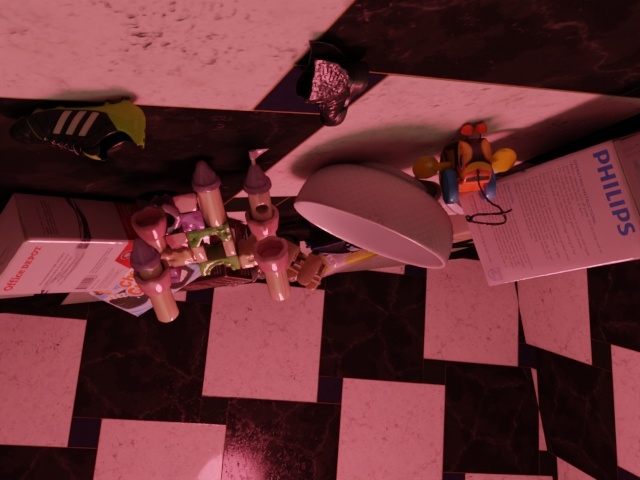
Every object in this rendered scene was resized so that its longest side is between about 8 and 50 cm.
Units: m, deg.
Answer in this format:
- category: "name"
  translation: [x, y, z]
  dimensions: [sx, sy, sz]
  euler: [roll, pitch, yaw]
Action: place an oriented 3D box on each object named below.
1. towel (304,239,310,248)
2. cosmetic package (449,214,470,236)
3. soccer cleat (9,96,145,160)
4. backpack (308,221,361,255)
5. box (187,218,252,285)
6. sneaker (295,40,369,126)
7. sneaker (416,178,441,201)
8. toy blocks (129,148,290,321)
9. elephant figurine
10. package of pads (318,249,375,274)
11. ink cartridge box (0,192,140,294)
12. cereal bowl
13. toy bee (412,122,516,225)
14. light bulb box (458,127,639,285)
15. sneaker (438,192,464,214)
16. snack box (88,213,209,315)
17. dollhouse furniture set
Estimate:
- category: "towel"
  translation: [0.000, 0.000, 2.139]
  dimensions: [0.067, 0.029, 0.119]
  euler: [-7, 171, -38]
- category: "cosmetic package"
  translation: [0.410, -0.053, 1.917]
  dimensions: [0.160, 0.113, 0.309]
  euler: [0, 169, -44]
- category: "soccer cleat"
  translation: [-0.319, -0.139, 0.789]
  dimensions: [0.178, 0.072, 0.060]
  euler: [-8, 171, 0]
- category: "backpack"
  translation: [0.067, -0.018, 1.796]
  dimensions: [0.158, 0.117, 0.173]
  euler: [-15, 169, 35]
- category: "box"
  translation: [-0.317, 0.040, 1.637]
  dimensions: [0.203, 0.168, 0.167]
  euler: [-10, 171, 17]
- category: "sneaker"
  translation: [0.004, -0.200, 0.792]
  dimensions: [0.089, 0.051, 0.170]
  euler: [-5, 166, -21]
- category: "sneaker"
  translation: [0.180, -0.106, 1.442]
  dimensions: [0.222, 0.083, 0.118]
  euler: [-9, 172, 10]
- category: "toy blocks"
  translation: [-0.221, -0.052, 1.158]
  dimensions: [0.288, 0.309, 0.260]
  euler: [-11, 130, -3]
- category: "elephant figurine"
  translation: [-0.192, 0.075, 2.050]
  dimensions: [0.239, 0.169, 0.186]
  euler: [-16, 156, 9]
- category: "package of pads"
  translation: [0.102, 0.039, 2.145]
  dimensions: [0.229, 0.101, 0.296]
  euler: [-19, 173, -14]
- category: "ink cartridge box"
  translation: [-0.525, 0.013, 1.244]
  dimensions: [0.197, 0.114, 0.273]
  euler: [-42, 155, 30]
- category: "cereal bowl"
  translation: [0.124, -0.068, 1.255]
  dimensions: [0.339, 0.141, 0.339]
  euler: [22, 173, 3]
- category: "toy bee"
  translation: [0.299, -0.149, 1.164]
  dimensions: [0.195, 0.162, 0.298]
  euler: [-11, -161, -22]
- category: "light bulb box"
  translation: [0.563, -0.081, 1.276]
  dimensions: [0.358, 0.225, 0.361]
  euler: [-20, 180, -39]
- category: "sneaker"
  translation: [0.349, -0.102, 1.594]
  dimensions: [0.091, 0.094, 0.258]
  euler: [-17, 169, 25]
- category: "snack box"
  translation: [-0.393, 0.056, 1.469]
  dimensions: [0.322, 0.060, 0.187]
  euler: [-33, 142, 12]
- category: "dollhouse furniture set"
  translation: [-0.119, 0.088, 1.788]
  dimensions: [0.242, 0.161, 0.212]
  euler: [28, 174, 7]
